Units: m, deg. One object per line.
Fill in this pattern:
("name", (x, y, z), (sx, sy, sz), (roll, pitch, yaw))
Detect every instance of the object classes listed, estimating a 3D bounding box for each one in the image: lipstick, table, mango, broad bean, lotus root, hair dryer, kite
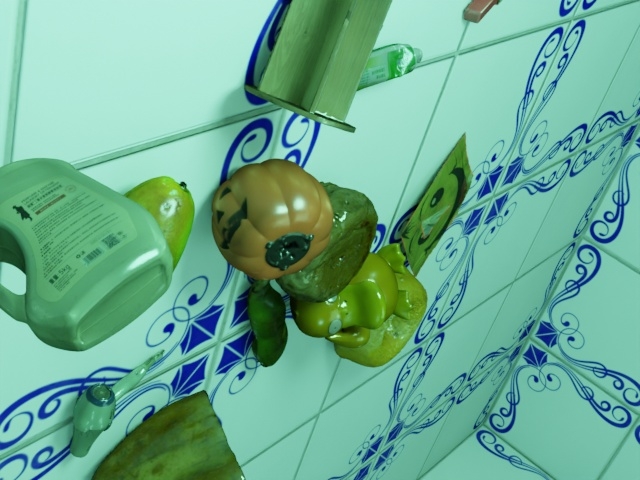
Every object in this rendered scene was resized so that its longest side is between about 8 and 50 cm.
("lipstick", (0.374, -0.517, 1.761), (0.312, 0.051, 0.051), (-49, 156, -8))
("table", (0.011, -0.284, 1.329), (0.167, 0.167, 0.226), (4, 110, -62))
("mango", (-0.250, 0.014, 1.293), (0.125, 0.111, 0.233), (9, 128, -50))
("broad bean", (-0.097, 0.155, 1.790), (0.077, 0.061, 0.339), (-30, 148, -20))
("lotus root", (-0.249, 0.467, 1.680), (0.250, 0.316, 0.316), (-24, 145, -21))
("hair dryer", (-0.339, 0.266, 1.552), (0.167, 0.067, 0.199), (-56, 172, 27))
("kite", (0.257, -0.065, 2.145), (0.327, 0.013, 0.377), (-30, 142, -50))

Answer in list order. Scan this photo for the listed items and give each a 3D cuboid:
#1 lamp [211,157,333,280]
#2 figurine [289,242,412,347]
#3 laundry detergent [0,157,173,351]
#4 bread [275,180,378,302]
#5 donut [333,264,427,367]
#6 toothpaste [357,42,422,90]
("lamp", (-0.077, -0.038, 1.467), (0.188, 0.164, 0.187), (-18, 144, -14))
("figurine", (0.060, 0.109, 1.885), (0.228, 0.215, 0.215), (-31, 149, -61))
("laundry detergent", (-0.290, -0.003, 1.019), (0.181, 0.253, 0.091), (-41, 153, -28))
("bread", (0.000, 0.000, 1.692), (0.230, 0.123, 0.230), (-38, 149, -29))
("donut", (0.141, 0.177, 2.181), (0.277, 0.108, 0.277), (-41, 152, -27))
("toothpaste", (0.086, -0.283, 1.572), (0.248, 0.047, 0.078), (-25, 131, -42))
